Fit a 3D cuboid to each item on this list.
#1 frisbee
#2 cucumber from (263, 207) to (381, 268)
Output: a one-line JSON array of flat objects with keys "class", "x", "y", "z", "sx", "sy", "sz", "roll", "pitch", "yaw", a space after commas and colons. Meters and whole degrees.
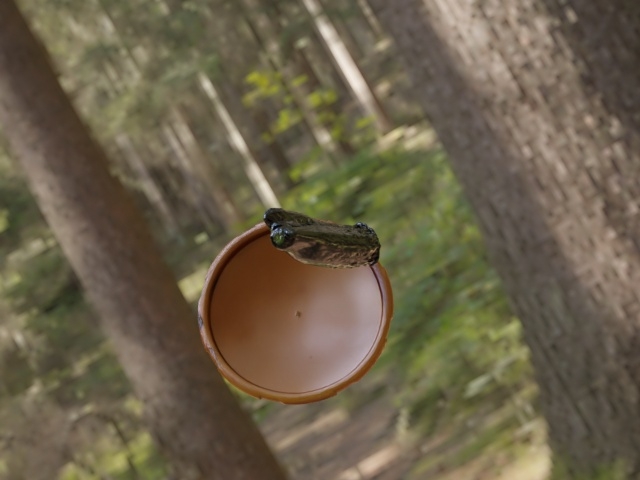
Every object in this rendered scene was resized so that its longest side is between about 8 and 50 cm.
[{"class": "frisbee", "x": -0.023, "y": 0.069, "z": 1.660, "sx": 0.192, "sy": 0.192, "sz": 0.035, "roll": -29, "pitch": -19, "yaw": -4}, {"class": "cucumber", "x": -0.001, "y": 0.001, "z": 1.096, "sx": 0.034, "sy": 0.033, "sz": 0.135, "roll": -48, "pitch": -26, "yaw": 20}]
